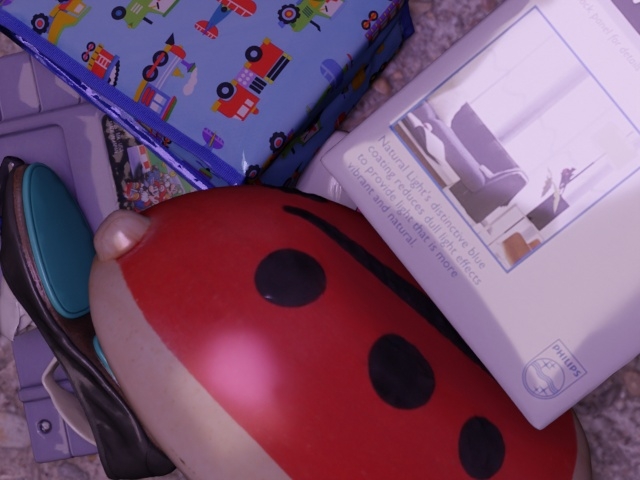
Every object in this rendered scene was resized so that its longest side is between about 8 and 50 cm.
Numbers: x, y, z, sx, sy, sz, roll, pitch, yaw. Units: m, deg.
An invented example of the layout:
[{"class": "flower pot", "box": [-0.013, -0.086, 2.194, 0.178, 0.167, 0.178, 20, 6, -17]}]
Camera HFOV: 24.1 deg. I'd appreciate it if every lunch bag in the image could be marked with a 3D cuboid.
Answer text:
[{"class": "lunch bag", "box": [-0.104, -0.190, 1.194, 0.293, 0.138, 0.221, 37, 80, 10]}]

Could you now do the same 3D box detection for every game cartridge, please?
[{"class": "game cartridge", "box": [-0.171, 0.000, 1.289, 0.230, 0.068, 0.355, -11, 91, 16]}]

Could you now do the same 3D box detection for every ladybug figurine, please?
[{"class": "ladybug figurine", "box": [0.034, 0.107, 1.068, 0.449, 0.305, 0.162, 36, 118, -24]}]

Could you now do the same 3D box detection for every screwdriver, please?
[{"class": "screwdriver", "box": [-0.282, 0.008, 1.279, 0.024, 0.025, 0.170, 21, 106, 9]}]

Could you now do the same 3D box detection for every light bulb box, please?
[{"class": "light bulb box", "box": [0.231, -0.093, 1.045, 0.361, 0.358, 0.225, -40, 87, 12]}]

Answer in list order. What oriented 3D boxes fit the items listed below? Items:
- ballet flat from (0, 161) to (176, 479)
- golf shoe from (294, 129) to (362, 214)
[{"class": "ballet flat", "box": [-0.207, 0.076, 1.229, 0.096, 0.095, 0.280, -29, 87, 24]}, {"class": "golf shoe", "box": [0.000, 0.000, 1.238, 0.067, 0.086, 0.186, 12, 94, 13]}]
